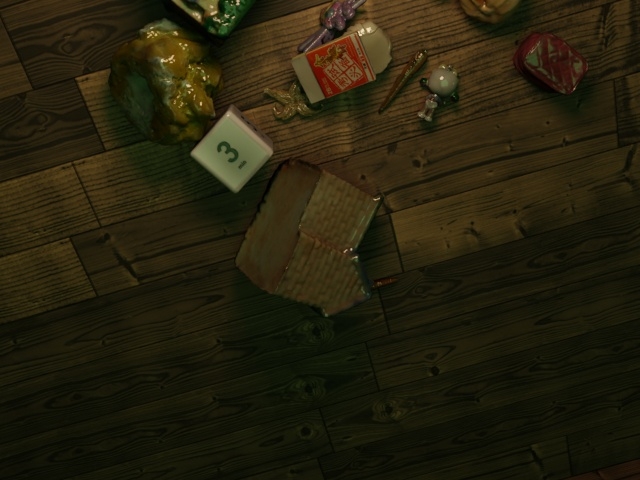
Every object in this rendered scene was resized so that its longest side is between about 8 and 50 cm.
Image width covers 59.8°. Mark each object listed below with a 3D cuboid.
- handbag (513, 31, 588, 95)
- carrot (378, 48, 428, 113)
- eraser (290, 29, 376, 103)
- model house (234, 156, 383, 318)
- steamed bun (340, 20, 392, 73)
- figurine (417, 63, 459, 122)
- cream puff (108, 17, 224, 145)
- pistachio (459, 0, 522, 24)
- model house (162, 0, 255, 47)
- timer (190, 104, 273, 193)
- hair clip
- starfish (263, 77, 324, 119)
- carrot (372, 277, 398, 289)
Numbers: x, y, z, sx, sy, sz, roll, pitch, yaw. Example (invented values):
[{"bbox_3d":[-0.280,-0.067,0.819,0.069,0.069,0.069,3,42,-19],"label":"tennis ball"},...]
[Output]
[{"bbox_3d":[0.757,-0.584,1.837,0.225,0.135,0.146,31,106,-11],"label":"handbag"},{"bbox_3d":[0.273,-0.532,1.866,0.049,0.049,0.254,33,109,-15],"label":"carrot"},{"bbox_3d":[0.040,-0.538,1.739,0.230,0.038,0.157,-15,124,22],"label":"eraser"},{"bbox_3d":[0.000,0.000,1.907,0.399,0.395,0.446,23,90,-29],"label":"model house"},{"bbox_3d":[0.137,-0.612,1.779,0.182,0.106,0.183,-9,131,-10],"label":"steamed bun"},{"bbox_3d":[0.393,-0.496,1.865,0.147,0.093,0.197,29,115,8],"label":"figurine"},{"bbox_3d":[-0.448,-0.485,1.710,0.378,0.275,0.379,21,130,27],"label":"cream puff"},{"bbox_3d":[0.522,-0.820,1.695,0.229,0.230,0.309,-10,108,-1],"label":"pistachio"},{"bbox_3d":[-0.307,-0.803,1.568,0.342,0.334,0.382,38,94,-18],"label":"model house"},{"bbox_3d":[-0.286,-0.302,1.823,0.195,0.194,0.192,41,103,-17],"label":"timer"},{"bbox_3d":[0.031,-0.669,1.755,0.090,0.137,0.278,22,113,-38],"label":"hair clip"},{"bbox_3d":[-0.088,-0.469,1.853,0.209,0.053,0.150,16,104,-9],"label":"starfish"},{"bbox_3d":[0.195,0.171,2.128,0.216,0.048,0.048,-9,111,-6],"label":"carrot"}]
